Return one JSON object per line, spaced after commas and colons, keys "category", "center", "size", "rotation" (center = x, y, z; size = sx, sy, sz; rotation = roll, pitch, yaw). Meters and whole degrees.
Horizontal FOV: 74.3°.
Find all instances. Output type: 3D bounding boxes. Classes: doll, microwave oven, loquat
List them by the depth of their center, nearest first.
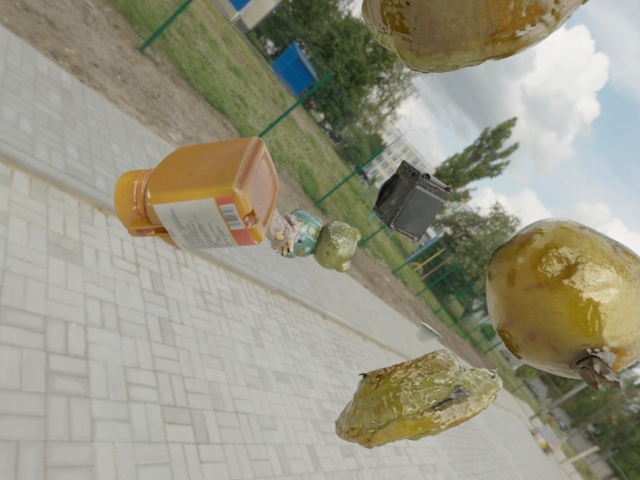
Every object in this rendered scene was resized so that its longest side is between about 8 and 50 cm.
{"category": "loquat", "center": [0.323, 0.087, 0.553], "size": [0.213, 0.213, 0.246], "rotation": [48, 30, -22]}
{"category": "doll", "center": [0.000, 0.000, 1.457], "size": [0.260, 0.177, 0.162], "rotation": [20, -29, 7]}
{"category": "microwave oven", "center": [0.336, -0.150, 1.585], "size": [0.188, 0.248, 0.178], "rotation": [23, 18, -26]}

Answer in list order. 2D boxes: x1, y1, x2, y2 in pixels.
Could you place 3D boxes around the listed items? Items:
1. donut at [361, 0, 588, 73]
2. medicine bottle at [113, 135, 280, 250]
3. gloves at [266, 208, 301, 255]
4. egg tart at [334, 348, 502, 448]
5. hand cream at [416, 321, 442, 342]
{"category": "donut", "center": [0.166, -0.288, 0.411], "size": [0.209, 0.261, 0.128], "rotation": [51, 0, 33]}
{"category": "medicine bottle", "center": [-0.187, -0.068, 0.645], "size": [0.150, 0.221, 0.112], "rotation": [-79, 159, -44]}
{"category": "gloves", "center": [-0.107, -0.037, 1.059], "size": [0.144, 0.094, 0.110], "rotation": [51, -22, -6]}
{"category": "egg tart", "center": [0.192, 0.332, 0.895], "size": [0.339, 0.351, 0.153], "rotation": [10, 57, -50]}
{"category": "hand cream", "center": [0.297, 0.257, 1.177], "size": [0.067, 0.042, 0.194], "rotation": [39, -11, 16]}
